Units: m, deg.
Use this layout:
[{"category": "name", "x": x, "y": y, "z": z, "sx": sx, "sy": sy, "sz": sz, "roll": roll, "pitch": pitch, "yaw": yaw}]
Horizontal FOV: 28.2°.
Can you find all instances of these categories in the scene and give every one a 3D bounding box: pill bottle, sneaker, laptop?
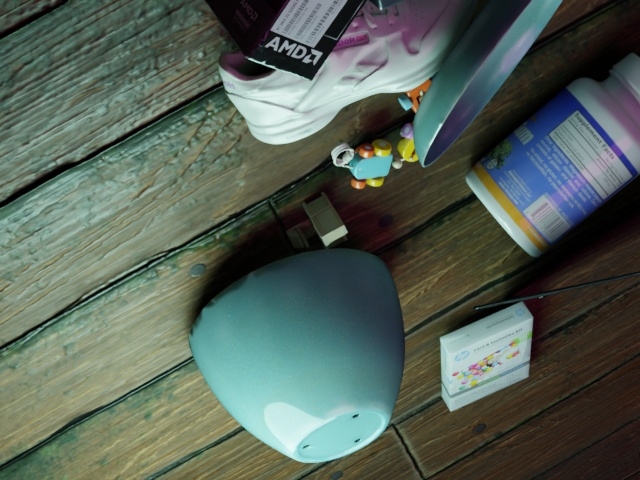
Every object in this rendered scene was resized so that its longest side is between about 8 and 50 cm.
[{"category": "pill bottle", "x": 0.338, "y": -0.117, "z": 1.676, "sx": 0.272, "sy": 0.152, "sz": 0.152, "roll": -41, "pitch": 138, "yaw": 9}, {"category": "sneaker", "x": 0.029, "y": -0.220, "z": 1.399, "sx": 0.305, "sy": 0.114, "sz": 0.152, "roll": -29, "pitch": 137, "yaw": 10}, {"category": "laptop", "x": 0.413, "y": -0.054, "z": 1.738, "sx": 0.382, "sy": 0.236, "sz": 0.408, "roll": 4, "pitch": 108, "yaw": -77}]

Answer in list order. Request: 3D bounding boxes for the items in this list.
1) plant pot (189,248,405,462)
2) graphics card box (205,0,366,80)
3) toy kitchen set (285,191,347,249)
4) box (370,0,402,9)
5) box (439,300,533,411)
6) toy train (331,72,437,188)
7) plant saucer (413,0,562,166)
[{"category": "plant pot", "x": -0.007, "y": 0.175, "z": 1.677, "sx": 0.290, "sy": 0.195, "sz": 0.290, "roll": -17, "pitch": 149, "yaw": -10}, {"category": "graphics card box", "x": 0.012, "y": -0.363, "z": 1.177, "sx": 0.094, "sy": 0.233, "sz": 0.371, "roll": 11, "pitch": 124, "yaw": -43}, {"category": "toy kitchen set", "x": 0.000, "y": 0.000, "z": 1.642, "sx": 0.068, "sy": 0.075, "sz": 0.083, "roll": -29, "pitch": 135, "yaw": -2}, {"category": "box", "x": 0.122, "y": -0.362, "z": 1.338, "sx": 0.207, "sy": 0.108, "sz": 0.153, "roll": -23, "pitch": 139, "yaw": -10}, {"category": "box", "x": 0.259, "y": 0.183, "z": 1.990, "sx": 0.145, "sy": 0.038, "sz": 0.186, "roll": -22, "pitch": 145, "yaw": -10}, {"category": "toy train", "x": 0.086, "y": -0.141, "z": 1.584, "sx": 0.166, "sy": 0.046, "sz": 0.125, "roll": -37, "pitch": 138, "yaw": 1}, {"category": "plant saucer", "x": 0.199, "y": -0.222, "z": 1.458, "sx": 0.317, "sy": 0.043, "sz": 0.317, "roll": -52, "pitch": 173, "yaw": -9}]
